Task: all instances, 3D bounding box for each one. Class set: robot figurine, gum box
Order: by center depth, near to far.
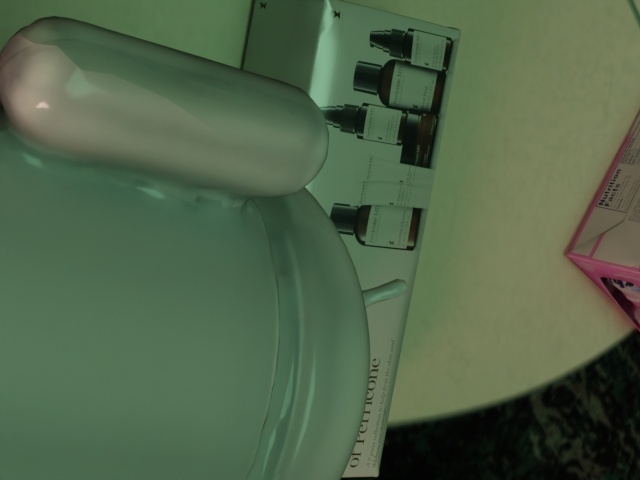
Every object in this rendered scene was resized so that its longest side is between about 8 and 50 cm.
[{"bbox_3d":[-0.124,0.040,0.599,0.353,0.200,0.300,12,133,-40],"label":"robot figurine"},{"bbox_3d":[0.241,-0.030,0.976,0.107,0.062,0.188,40,75,-38],"label":"gum box"}]

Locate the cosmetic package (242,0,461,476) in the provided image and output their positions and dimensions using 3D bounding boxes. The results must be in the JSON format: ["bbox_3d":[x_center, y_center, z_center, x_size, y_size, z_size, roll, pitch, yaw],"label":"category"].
[{"bbox_3d":[0.000,0.000,0.785,0.099,0.060,0.239,6,96,-39],"label":"cosmetic package"}]
